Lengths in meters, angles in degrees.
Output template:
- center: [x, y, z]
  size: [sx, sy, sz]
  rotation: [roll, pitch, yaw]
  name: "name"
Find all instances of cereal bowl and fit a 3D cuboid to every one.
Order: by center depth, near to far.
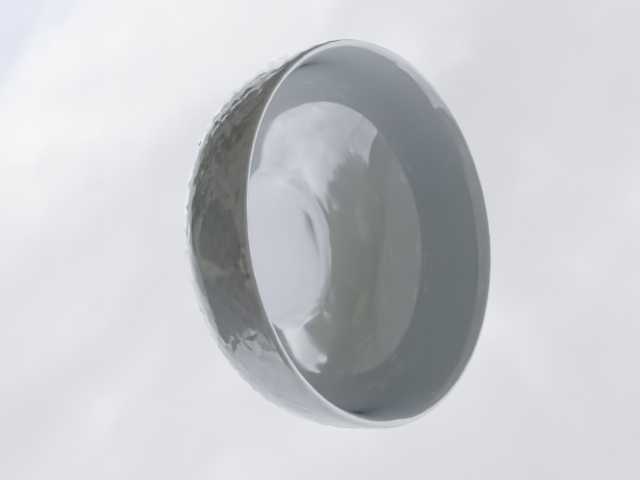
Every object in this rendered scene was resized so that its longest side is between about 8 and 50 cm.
- center: [0.000, 0.000, 1.394]
  size: [0.141, 0.339, 0.339]
  rotation: [-10, -129, 40]
  name: "cereal bowl"
